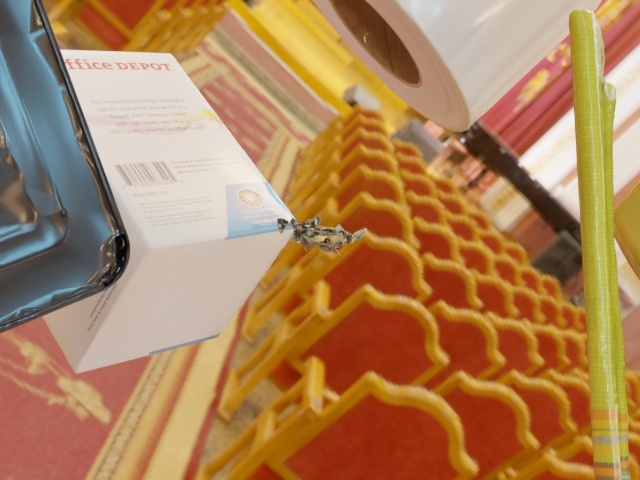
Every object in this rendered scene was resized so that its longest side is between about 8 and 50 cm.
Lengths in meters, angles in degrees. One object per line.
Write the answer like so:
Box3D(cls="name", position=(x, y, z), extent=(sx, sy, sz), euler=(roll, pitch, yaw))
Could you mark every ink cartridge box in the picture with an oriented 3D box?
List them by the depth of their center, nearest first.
Box3D(cls="ink cartridge box", position=(-0.205, -0.041, 1.023), extent=(0.198, 0.197, 0.270), euler=(-10, 55, -47))

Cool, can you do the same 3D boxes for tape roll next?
Box3D(cls="tape roll", position=(0.107, -0.242, 0.878), extent=(0.246, 0.169, 0.246), euler=(47, -4, 4))

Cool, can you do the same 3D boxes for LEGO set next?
Box3D(cls="LEGO set", position=(-0.003, 0.000, 0.593), extent=(0.054, 0.023, 0.083), euler=(6, 8, 16))

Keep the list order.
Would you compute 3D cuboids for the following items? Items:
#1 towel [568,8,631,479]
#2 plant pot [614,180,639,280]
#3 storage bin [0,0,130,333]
Box3D(cls="towel", position=(0.117, 0.037, 0.389), extent=(0.102, 0.021, 0.237), euler=(30, 58, -72))
Box3D(cls="plant pot", position=(0.302, 0.004, 0.560), extent=(0.212, 0.212, 0.187), euler=(35, 8, -30))
Box3D(cls="storage bin", position=(-0.184, -0.047, 0.480), extent=(0.084, 0.122, 0.180), euler=(16, -54, 64))
